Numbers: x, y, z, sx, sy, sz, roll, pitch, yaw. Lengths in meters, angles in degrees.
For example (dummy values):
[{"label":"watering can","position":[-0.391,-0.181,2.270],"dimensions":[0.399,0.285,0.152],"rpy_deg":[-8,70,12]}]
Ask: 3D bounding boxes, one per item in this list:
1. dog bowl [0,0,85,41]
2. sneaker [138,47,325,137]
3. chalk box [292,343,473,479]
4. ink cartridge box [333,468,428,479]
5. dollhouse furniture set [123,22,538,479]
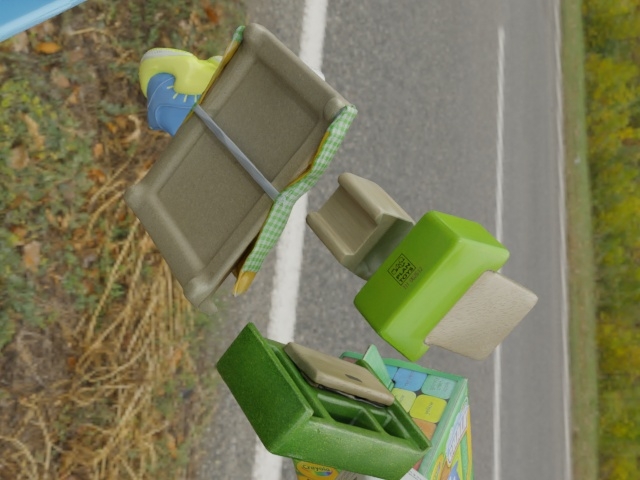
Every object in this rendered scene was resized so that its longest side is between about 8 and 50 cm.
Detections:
[{"label":"dog bowl","position":[-0.169,-0.212,0.478],"dimensions":[0.074,0.297,0.166],"rpy_deg":[51,-16,27]},{"label":"sneaker","position":[-0.111,-0.164,0.999],"dimensions":[0.091,0.240,0.126],"rpy_deg":[-14,111,-67]},{"label":"chalk box","position":[0.085,0.269,1.044],"dimensions":[0.180,0.179,0.289],"rpy_deg":[-53,144,-44]},{"label":"ink cartridge box","position":[0.024,0.277,0.643],"dimensions":[0.087,0.153,0.208],"rpy_deg":[37,14,-3]},{"label":"dollhouse furniture set","position":[0.000,0.000,0.636],"dimensions":[0.151,0.197,0.301],"rpy_deg":[26,18,-48]}]
